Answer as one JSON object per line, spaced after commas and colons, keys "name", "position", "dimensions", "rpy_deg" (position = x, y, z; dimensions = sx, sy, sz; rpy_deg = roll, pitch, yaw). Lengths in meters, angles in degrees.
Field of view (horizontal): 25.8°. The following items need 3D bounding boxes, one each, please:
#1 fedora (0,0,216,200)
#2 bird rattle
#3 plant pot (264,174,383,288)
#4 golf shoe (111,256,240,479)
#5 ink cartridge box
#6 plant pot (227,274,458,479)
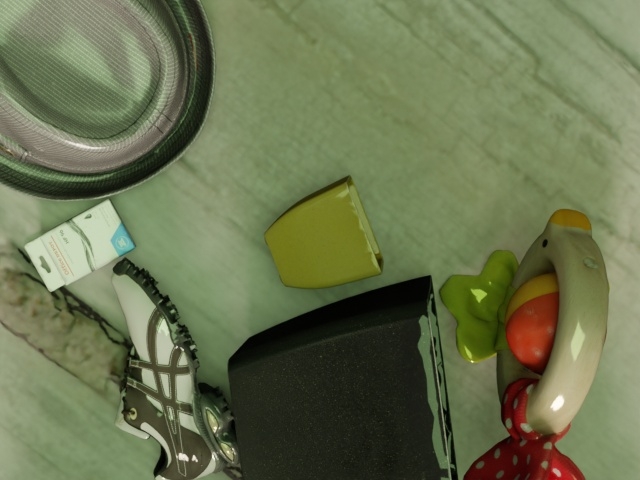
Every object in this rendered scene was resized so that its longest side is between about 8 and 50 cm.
{"name": "fedora", "position": [-0.213, -0.158, 1.112], "dimensions": [0.275, 0.124, 0.244], "rpy_deg": [44, 87, -7]}
{"name": "bird rattle", "position": [0.168, 0.091, 1.115], "dimensions": [0.143, 0.253, 0.207], "rpy_deg": [16, 133, -2]}
{"name": "plant pot", "position": [0.000, 0.000, 1.172], "dimensions": [0.083, 0.081, 0.081], "rpy_deg": [-21, 96, 5]}
{"name": "golf shoe", "position": [-0.140, 0.113, 1.162], "dimensions": [0.094, 0.077, 0.198], "rpy_deg": [-27, 95, -4]}
{"name": "ink cartridge box", "position": [-0.202, 0.005, 1.171], "dimensions": [0.083, 0.028, 0.048], "rpy_deg": [-29, 96, -4]}
{"name": "plant pot", "position": [0.021, 0.139, 1.139], "dimensions": [0.167, 0.188, 0.187], "rpy_deg": [-7, 95, 7]}
